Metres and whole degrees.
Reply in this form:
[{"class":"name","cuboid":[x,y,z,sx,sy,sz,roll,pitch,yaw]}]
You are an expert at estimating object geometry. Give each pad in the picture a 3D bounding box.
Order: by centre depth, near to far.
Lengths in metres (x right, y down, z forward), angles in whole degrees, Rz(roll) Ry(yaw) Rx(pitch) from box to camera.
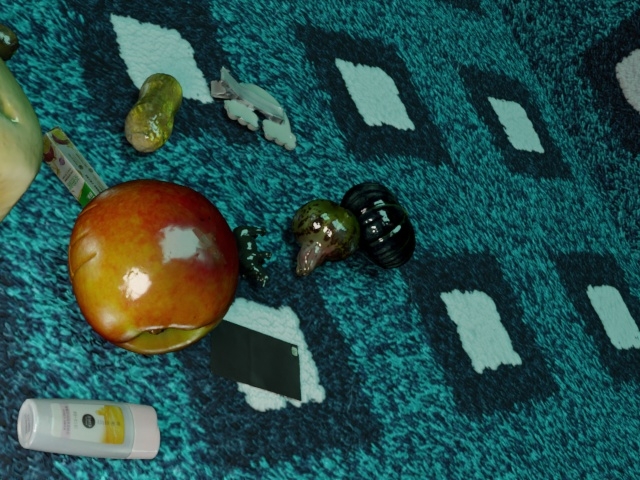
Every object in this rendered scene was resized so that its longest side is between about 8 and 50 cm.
[{"class":"pad","cuboid":[-0.111,0.205,1.615,0.193,0.004,0.116,24,44,-33]}]

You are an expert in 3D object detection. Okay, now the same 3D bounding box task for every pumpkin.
[{"class":"pumpkin","cuboid":[0.121,-0.032,1.944,0.194,0.150,0.194,38,46,-54]}]

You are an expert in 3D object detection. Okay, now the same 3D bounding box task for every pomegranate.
[{"class":"pomegranate","cuboid":[0.007,-0.007,1.823,0.138,0.125,0.163,36,39,-15]}]

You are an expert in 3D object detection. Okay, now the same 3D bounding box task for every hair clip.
[{"class":"hair clip","cuboid":[-0.137,-0.288,1.978,0.220,0.054,0.140,27,38,-34]}]

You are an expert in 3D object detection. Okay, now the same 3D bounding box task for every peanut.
[{"class":"peanut","cuboid":[-0.308,-0.236,1.717,0.087,0.087,0.207,34,37,-22]}]

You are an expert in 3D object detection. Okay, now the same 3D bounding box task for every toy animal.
[{"class":"toy animal","cuboid":[-0.126,0.030,1.717,0.065,0.047,0.136,6,57,-38]}]

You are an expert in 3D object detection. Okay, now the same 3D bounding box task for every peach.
[{"class":"peach","cuboid":[-0.249,0.025,1.431,0.248,0.245,0.275,35,36,-65]}]

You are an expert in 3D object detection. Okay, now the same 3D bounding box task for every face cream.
[{"class":"face cream","cuboid":[-0.318,0.262,1.297,0.198,0.057,0.084,13,51,-40]}]

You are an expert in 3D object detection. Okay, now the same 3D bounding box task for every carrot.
[{"class":"carrot","cuboid":[-0.582,-0.363,1.561,0.161,0.055,0.055,35,38,-10]}]

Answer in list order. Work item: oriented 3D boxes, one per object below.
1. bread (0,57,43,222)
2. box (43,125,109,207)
[{"class":"bread","cuboid":[-0.530,-0.102,1.112,0.347,0.376,0.253,4,56,-43]},{"class":"box","cuboid":[-0.388,-0.093,1.534,0.207,0.050,0.041,51,37,0]}]
